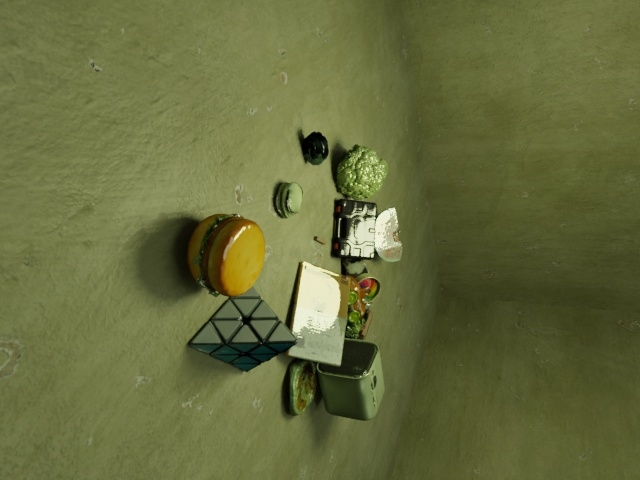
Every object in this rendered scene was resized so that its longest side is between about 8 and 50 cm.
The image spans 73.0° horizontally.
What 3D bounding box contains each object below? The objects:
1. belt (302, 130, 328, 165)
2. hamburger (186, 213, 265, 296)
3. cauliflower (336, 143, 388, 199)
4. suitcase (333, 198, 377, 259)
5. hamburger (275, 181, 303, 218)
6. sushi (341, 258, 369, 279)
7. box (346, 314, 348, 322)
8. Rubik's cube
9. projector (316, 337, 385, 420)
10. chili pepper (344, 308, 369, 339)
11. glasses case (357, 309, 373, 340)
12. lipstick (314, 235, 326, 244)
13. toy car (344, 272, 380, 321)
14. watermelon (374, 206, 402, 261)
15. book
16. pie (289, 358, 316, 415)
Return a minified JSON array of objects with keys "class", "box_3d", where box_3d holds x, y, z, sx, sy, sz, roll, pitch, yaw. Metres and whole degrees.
[{"class":"belt","box_3d":[-0.022,-0.375,1.773,0.058,0.105,0.140,-51,141,-44]},{"class":"hamburger","box_3d":[-0.278,0.039,1.230,0.246,0.170,0.246,-45,143,-49]},{"class":"cauliflower","box_3d":[0.179,-0.343,2.105,0.272,0.275,0.250,14,38,-33]},{"class":"suitcase","box_3d":[0.170,-0.052,2.092,0.206,0.066,0.285,5,85,-18]},{"class":"hamburger","box_3d":[-0.117,-0.156,1.649,0.133,0.063,0.140,50,47,-54]},{"class":"sushi","box_3d":[0.169,0.117,2.195,0.109,0.134,0.272,38,38,-79]},{"class":"box","box_3d":[0.035,0.388,1.910,0.162,0.130,0.227,58,43,-48]},{"class":"Rubik's cube","box_3d":[-0.234,0.297,1.361,0.229,0.233,0.228,-45,-173,-5]},{"class":"projector","box_3d":[0.141,0.618,1.950,0.248,0.248,0.249,-49,134,-54]},{"class":"chili pepper","box_3d":[0.153,0.421,2.185,0.264,0.116,0.148,-43,140,-54]},{"class":"glasses case","box_3d":[0.230,0.450,2.340,0.193,0.070,0.102,-61,163,-45]},{"class":"lipstick","box_3d":[0.000,0.000,1.934,0.094,0.019,0.019,28,67,-59]},{"class":"toy car","box_3d":[0.188,0.256,2.070,0.235,0.145,0.235,-10,118,-19]},{"class":"watermelon","box_3d":[0.354,-0.027,2.522,0.175,0.188,0.321,-168,-112,-72]},{"class":"book","box_3d":[-0.001,0.304,1.787,0.269,0.032,0.388,21,65,-32]},{"class":"pie","box_3d":[-0.079,0.596,1.785,0.240,0.054,0.240,2,90,-65]}]
